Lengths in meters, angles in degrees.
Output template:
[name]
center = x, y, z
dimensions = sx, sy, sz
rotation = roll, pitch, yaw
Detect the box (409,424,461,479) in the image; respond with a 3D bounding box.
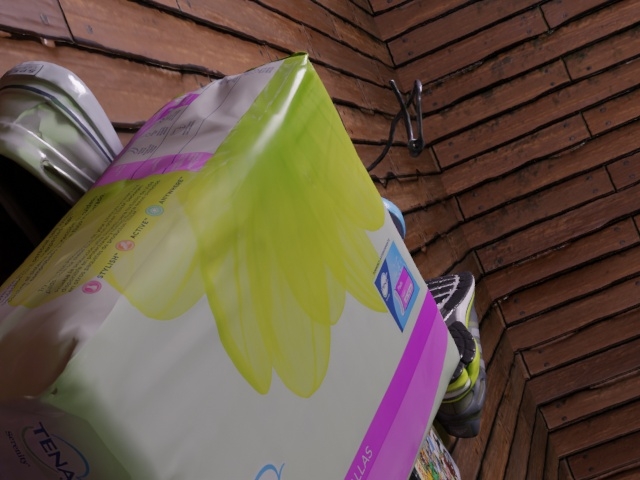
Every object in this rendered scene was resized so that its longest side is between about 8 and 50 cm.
[box]
center = 0.086, 0.216, 1.291
dimensions = 0.159, 0.044, 0.233
rotation = -95, 159, -56

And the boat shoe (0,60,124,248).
[boat shoe]
center = -0.123, 0.008, 0.724
dimensions = 0.226, 0.083, 0.076
rotation = 54, 39, -33

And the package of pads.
[package of pads]
center = -0.045, 0.063, 0.649
dimensions = 0.229, 0.101, 0.296
rotation = 61, 34, -25

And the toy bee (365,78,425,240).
[toy bee]
center = 0.000, 0.000, 1.139
dimensions = 0.195, 0.162, 0.298
rotation = -100, -171, -75

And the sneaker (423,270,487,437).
[sneaker]
center = 0.160, 0.141, 1.664
dimensions = 0.300, 0.111, 0.121
rotation = -78, 154, -61
